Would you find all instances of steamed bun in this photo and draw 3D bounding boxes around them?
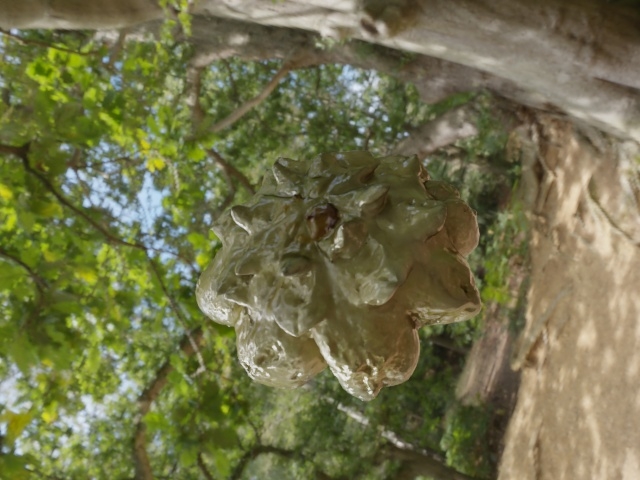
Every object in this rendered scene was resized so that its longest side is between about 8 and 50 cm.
[{"bbox_3d":[0.000,0.000,0.658,0.137,0.292,0.295,58,-154,-43],"label":"steamed bun"}]
